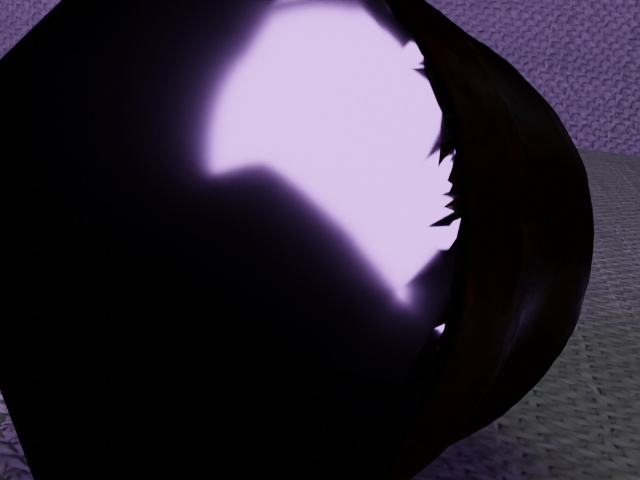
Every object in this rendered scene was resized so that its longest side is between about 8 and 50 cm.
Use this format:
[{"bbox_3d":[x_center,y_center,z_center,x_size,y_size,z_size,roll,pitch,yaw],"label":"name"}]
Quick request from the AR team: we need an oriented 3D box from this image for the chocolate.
[{"bbox_3d":[0.000,0.000,0.716,0.384,0.383,0.331,15,4,28],"label":"chocolate"}]
